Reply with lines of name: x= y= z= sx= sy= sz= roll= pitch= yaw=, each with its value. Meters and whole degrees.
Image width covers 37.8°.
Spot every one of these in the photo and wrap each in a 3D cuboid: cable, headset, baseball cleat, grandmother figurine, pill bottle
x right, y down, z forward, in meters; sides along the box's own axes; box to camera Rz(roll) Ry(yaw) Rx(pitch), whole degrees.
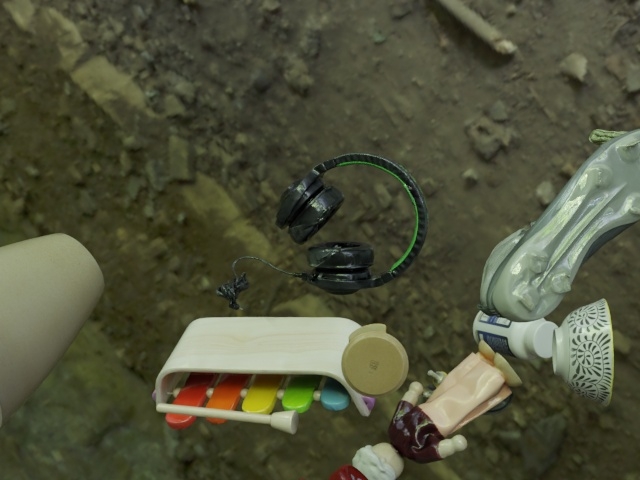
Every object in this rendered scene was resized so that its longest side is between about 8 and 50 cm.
cable: x=0.286 y=0.339 z=1.870 sx=0.072 sy=0.287 sz=0.139 roll=26 pitch=98 yaw=54
headset: x=0.000 y=0.000 z=1.672 sx=0.243 sy=0.394 sz=0.185 roll=62 pitch=-165 yaw=-1
baseball cleat: x=0.203 y=-0.017 z=0.778 sx=0.072 sy=0.206 sz=0.109 roll=50 pitch=167 yaw=-10
grandmother figurine: x=0.200 y=0.330 z=1.680 sx=0.104 sy=0.342 sz=0.208 roll=52 pitch=177 yaw=-17
pill bottle: x=0.383 y=0.181 z=1.815 sx=0.169 sy=0.094 sz=0.094 roll=8 pitch=127 yaw=61

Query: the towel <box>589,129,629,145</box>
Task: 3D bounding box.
towel: x=0.541 y=-0.168 z=1.584 sx=0.148 sy=0.110 sz=0.027 roll=-162 pitch=78 yaw=-64

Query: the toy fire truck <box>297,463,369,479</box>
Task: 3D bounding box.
toy fire truck: x=0.032 y=0.483 z=1.354 sx=0.302 sy=0.169 sz=0.254 roll=51 pitch=-170 yaw=8

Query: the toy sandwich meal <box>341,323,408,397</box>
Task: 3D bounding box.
toy sandwich meal: x=0.061 y=0.139 z=1.076 sx=0.085 sy=0.086 sz=0.029 roll=54 pitch=-173 yaw=3

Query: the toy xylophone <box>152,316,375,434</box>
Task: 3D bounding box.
toy xylophone: x=-0.086 y=0.184 z=1.242 sx=0.323 sy=0.236 sz=0.081 roll=3 pitch=122 yaw=24

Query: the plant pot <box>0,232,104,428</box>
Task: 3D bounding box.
plant pot: x=-0.475 y=0.113 z=1.444 sx=0.257 sy=0.274 sz=0.256 roll=24 pitch=134 yaw=27

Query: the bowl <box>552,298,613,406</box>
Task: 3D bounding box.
bowl: x=0.411 y=0.177 z=1.484 sx=0.080 sy=0.170 sz=0.170 roll=-1 pitch=133 yaw=9
